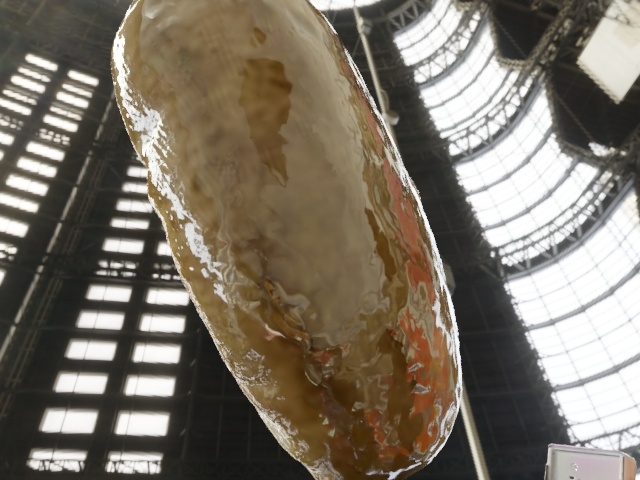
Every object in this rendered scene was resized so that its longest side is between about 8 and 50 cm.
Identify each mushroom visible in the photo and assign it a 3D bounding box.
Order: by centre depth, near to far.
[{"bbox_3d":[-0.004,-0.005,0.495,0.224,0.314,0.397,-22,-119,2],"label":"mushroom"}]

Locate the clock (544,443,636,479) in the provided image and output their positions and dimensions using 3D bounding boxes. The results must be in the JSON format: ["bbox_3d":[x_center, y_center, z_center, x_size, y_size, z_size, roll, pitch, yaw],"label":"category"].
[{"bbox_3d":[0.636,0.569,1.363,0.071,0.192,0.147,29,-117,-29],"label":"clock"}]
